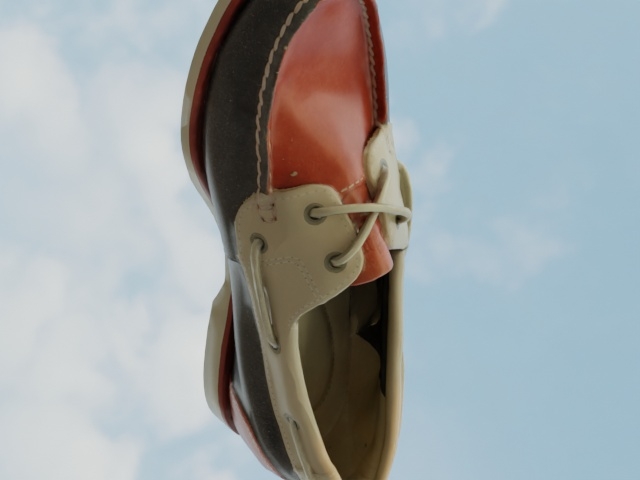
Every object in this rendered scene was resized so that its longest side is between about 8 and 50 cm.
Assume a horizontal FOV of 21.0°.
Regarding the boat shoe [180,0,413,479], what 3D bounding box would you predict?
[{"bbox_3d":[0.000,0.000,0.371,0.043,0.049,0.137,39,-40,38],"label":"boat shoe"}]
